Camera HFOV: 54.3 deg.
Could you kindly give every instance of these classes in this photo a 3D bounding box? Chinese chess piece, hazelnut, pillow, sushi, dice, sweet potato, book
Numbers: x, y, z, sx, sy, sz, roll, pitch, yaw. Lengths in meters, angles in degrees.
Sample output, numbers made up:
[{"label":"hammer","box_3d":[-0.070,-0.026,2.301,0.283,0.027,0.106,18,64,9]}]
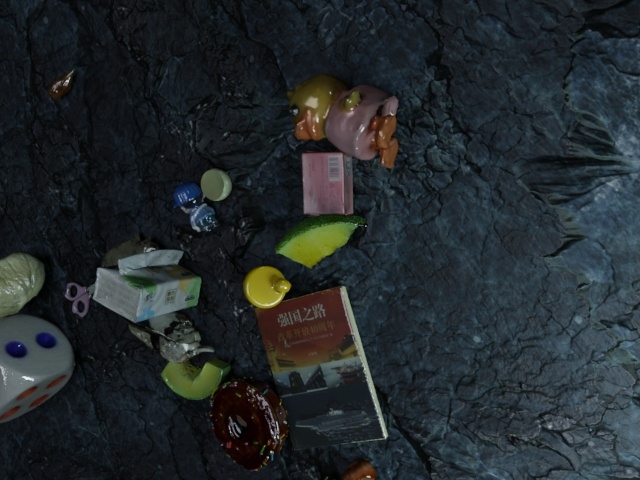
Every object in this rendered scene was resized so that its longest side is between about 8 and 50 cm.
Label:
[{"label":"Chinese chess piece","box_3d":[-0.267,-0.143,1.596,0.084,0.034,0.084,4,99,28]},{"label":"hazelnut","box_3d":[0.092,0.563,1.476,0.086,0.086,0.086,3,97,26]},{"label":"pillow","box_3d":[-0.543,0.040,1.747,0.241,0.051,0.093,-25,73,27]},{"label":"sushi","box_3d":[-0.411,0.257,1.680,0.273,0.134,0.109,30,122,6]},{"label":"dice","box_3d":[-0.922,0.382,1.865,0.243,0.251,0.259,48,114,12]},{"label":"sweet potato","box_3d":[-0.740,-0.454,1.792,0.117,0.049,0.049,-39,78,21]},{"label":"book","box_3d":[-0.004,0.317,1.520,0.263,0.028,0.373,-18,88,29]}]

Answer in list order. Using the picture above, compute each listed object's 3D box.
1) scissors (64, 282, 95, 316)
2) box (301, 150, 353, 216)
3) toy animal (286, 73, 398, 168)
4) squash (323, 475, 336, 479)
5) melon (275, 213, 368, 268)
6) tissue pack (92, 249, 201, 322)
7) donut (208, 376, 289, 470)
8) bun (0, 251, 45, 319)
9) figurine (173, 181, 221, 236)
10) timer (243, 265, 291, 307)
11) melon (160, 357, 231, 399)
[{"label":"scissors","box_3d":[-0.678,0.146,1.841,0.212,0.021,0.110,-30,83,29]},{"label":"box","box_3d":[0.016,-0.130,1.440,0.111,0.060,0.156,3,97,25]},{"label":"toy animal","box_3d":[0.044,-0.276,1.359,0.281,0.195,0.169,18,64,20]},{"label":"squash","box_3d":[-0.069,0.674,1.571,0.319,0.071,0.080,-31,43,29]},{"label":"melon","box_3d":[0.001,-0.001,1.442,0.262,0.053,0.114,-23,103,41]},{"label":"tissue pack","box_3d":[-0.432,0.099,1.596,0.159,0.229,0.145,22,106,25]},{"label":"donut","box_3d":[-0.179,0.455,1.579,0.235,0.089,0.235,7,103,33]},{"label":"bun","box_3d":[-0.939,0.147,1.862,0.153,0.244,0.244,47,114,4]},{"label":"figurine","box_3d":[-0.323,-0.080,1.610,0.086,0.087,0.149,-36,78,-13]},{"label":"timer","box_3d":[-0.132,0.113,1.514,0.109,0.107,0.107,175,85,-71]},{"label":"melon","box_3d":[-0.333,0.361,1.672,0.210,0.064,0.117,12,102,28]}]
